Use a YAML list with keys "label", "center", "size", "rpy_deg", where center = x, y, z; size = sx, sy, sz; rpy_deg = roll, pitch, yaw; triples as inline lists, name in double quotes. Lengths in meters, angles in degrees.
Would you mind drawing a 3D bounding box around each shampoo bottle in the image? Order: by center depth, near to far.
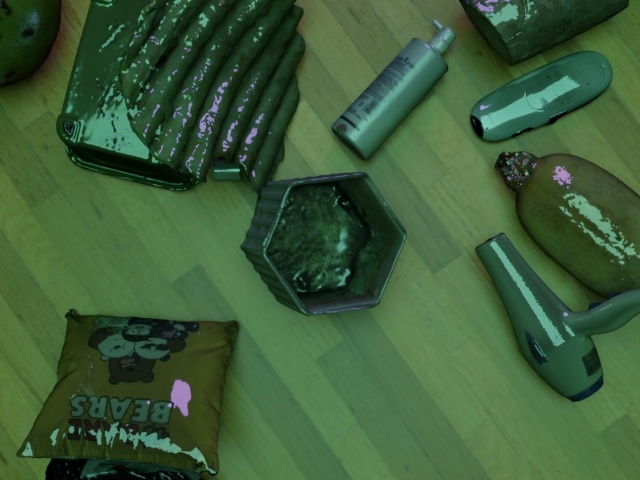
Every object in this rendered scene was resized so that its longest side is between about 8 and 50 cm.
- label: "shampoo bottle"
  center: [0.134, -0.257, 1.755]
  size: [0.085, 0.085, 0.262]
  rpy_deg: [42, 88, 5]

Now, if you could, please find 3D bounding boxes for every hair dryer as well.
- label: "hair dryer"
  center: [0.381, 0.079, 1.652]
  size: [0.296, 0.119, 0.298]
  rpy_deg: [42, 131, 15]
- label: "hair dryer"
  center: [-0.152, -0.163, 1.789]
  size: [0.063, 0.038, 0.124]
  rpy_deg: [0, 78, 1]

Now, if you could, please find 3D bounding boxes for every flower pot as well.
- label: "flower pot"
  center: [0.000, 0.000, 1.664]
  size: [0.209, 0.189, 0.239]
  rpy_deg: [23, 88, -15]

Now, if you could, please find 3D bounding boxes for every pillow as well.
- label: "pillow"
  center: [-0.294, 0.235, 1.665]
  size: [0.310, 0.119, 0.312]
  rpy_deg: [5, 44, 1]

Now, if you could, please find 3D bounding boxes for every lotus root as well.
- label: "lotus root"
  center: [0.429, -0.037, 1.690]
  size: [0.343, 0.151, 0.169]
  rpy_deg: [41, 90, 5]

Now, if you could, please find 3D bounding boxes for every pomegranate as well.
- label: "pomegranate"
  center: [-0.565, -0.401, 1.682]
  size: [0.291, 0.323, 0.290]
  rpy_deg: [-1, 79, 4]

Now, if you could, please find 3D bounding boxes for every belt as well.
- label: "belt"
  center: [-0.301, 0.416, 1.654]
  size: [0.289, 0.184, 0.164]
  rpy_deg: [29, 128, 6]

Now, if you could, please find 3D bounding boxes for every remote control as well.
- label: "remote control"
  center: [0.376, -0.244, 1.763]
  size: [0.256, 0.045, 0.097]
  rpy_deg: [-28, 84, 3]

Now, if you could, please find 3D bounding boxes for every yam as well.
- label: "yam"
  center: [0.375, -0.399, 1.719]
  size: [0.268, 0.161, 0.161]
  rpy_deg: [-28, 85, 0]

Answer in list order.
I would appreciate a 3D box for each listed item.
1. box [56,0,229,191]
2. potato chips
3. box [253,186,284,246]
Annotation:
- label: "box"
  center: [-0.295, -0.268, 1.729]
  size: [0.253, 0.178, 0.328]
  rpy_deg: [13, 86, 6]
- label: "potato chips"
  center: [-0.136, -0.280, 1.638]
  size: [0.097, 0.373, 0.389]
  rpy_deg: [14, 93, 39]
- label: "box"
  center: [-0.084, -0.038, 1.766]
  size: [0.062, 0.045, 0.098]
  rpy_deg: [14, 85, 4]
